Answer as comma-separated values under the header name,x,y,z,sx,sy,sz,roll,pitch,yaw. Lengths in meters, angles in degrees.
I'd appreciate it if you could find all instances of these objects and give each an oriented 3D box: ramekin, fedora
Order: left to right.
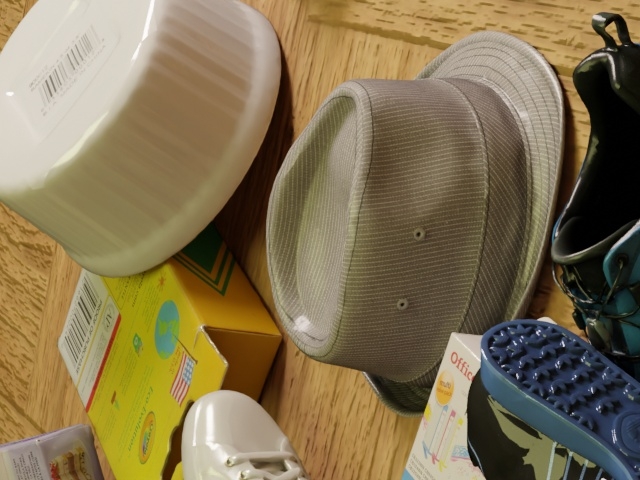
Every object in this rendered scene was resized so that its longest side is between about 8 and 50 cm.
name,x,y,z,sx,sy,sz,roll,pitch,yaw
ramekin,-0.177,-0.119,1.536,0.277,0.135,0.277,-29,45,33
fedora,0.046,-0.017,1.210,0.244,0.124,0.275,46,124,56

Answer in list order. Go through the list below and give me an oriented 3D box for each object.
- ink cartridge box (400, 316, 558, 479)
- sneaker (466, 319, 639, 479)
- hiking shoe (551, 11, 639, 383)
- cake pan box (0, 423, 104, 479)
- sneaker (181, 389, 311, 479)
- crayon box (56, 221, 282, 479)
name,x,y,z,sx,sy,sz,roll,pitch,yaw
ink cartridge box,0.120,0.124,1.079,0.092,0.090,0.143,44,122,56
sneaker,0.155,0.135,0.871,0.232,0.081,0.090,46,142,41
hiking shoe,0.172,0.038,0.958,0.113,0.132,0.304,-1,83,61
cake pan box,-0.273,0.319,1.647,0.246,0.070,0.266,-16,90,45
sneaker,-0.008,0.214,1.294,0.123,0.106,0.290,-53,52,39
crayon box,-0.133,0.105,1.556,0.318,0.081,0.202,56,131,52
